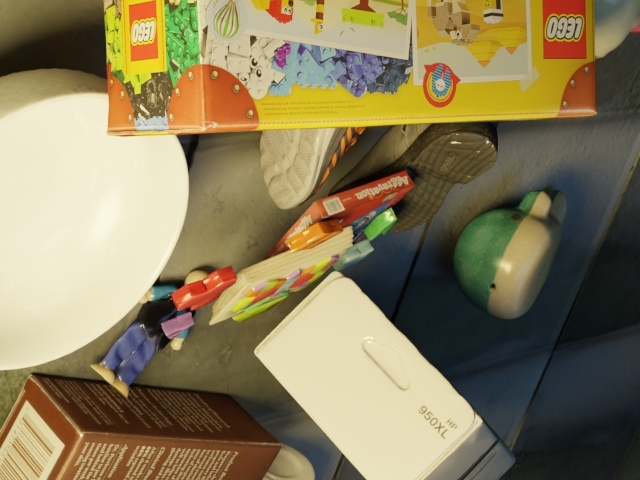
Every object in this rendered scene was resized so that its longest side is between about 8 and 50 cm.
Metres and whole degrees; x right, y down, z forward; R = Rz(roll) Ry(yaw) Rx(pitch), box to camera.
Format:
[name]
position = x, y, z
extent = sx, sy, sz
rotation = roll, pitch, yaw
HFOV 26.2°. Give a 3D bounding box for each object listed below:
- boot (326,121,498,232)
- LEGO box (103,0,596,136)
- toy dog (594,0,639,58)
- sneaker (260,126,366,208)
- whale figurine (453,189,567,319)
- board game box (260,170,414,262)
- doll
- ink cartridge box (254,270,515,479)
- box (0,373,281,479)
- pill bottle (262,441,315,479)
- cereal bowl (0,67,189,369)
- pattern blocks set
[boot]
position = 0.136, -0.155, 1.812
extent = 0.118, 0.338, 0.223
rotation = 26, 58, -27
[LEGO box]
position = 0.036, -0.299, 1.383
extent = 0.500, 0.193, 0.372
rotation = -6, 96, -36
[toy dog]
position = 0.388, -0.411, 1.697
extent = 0.395, 0.284, 0.408
rotation = 40, 102, -11
[sneaker]
position = 0.050, -0.153, 1.674
extent = 0.180, 0.124, 0.321
rotation = -10, 152, -31
[whale figurine]
position = 0.302, 0.005, 2.168
extent = 0.272, 0.141, 0.216
rotation = -45, 152, -51
[board game box]
position = 0.000, 0.000, 1.785
extent = 0.145, 0.027, 0.281
rotation = -19, 165, -31
[doll]
position = -0.209, 0.112, 1.770
extent = 0.189, 0.046, 0.129
rotation = -49, 143, -11
[ink cartridge box]
position = 0.101, 0.234, 1.922
extent = 0.166, 0.285, 0.395
rotation = -44, 158, -2
[box]
position = -0.249, 0.300, 1.816
extent = 0.381, 0.143, 0.191
rotation = 16, 108, -50
[pill bottle]
position = -0.100, 0.424, 2.090
extent = 0.124, 0.124, 0.221
rotation = -3, 124, -45
[cereal bowl]
position = -0.314, -0.038, 1.449
extent = 0.339, 0.141, 0.339
rotation = -28, 139, -28
[pattern blocks set]
position = -0.050, 0.047, 1.736
extent = 0.325, 0.026, 0.285
rotation = -25, 168, -19
